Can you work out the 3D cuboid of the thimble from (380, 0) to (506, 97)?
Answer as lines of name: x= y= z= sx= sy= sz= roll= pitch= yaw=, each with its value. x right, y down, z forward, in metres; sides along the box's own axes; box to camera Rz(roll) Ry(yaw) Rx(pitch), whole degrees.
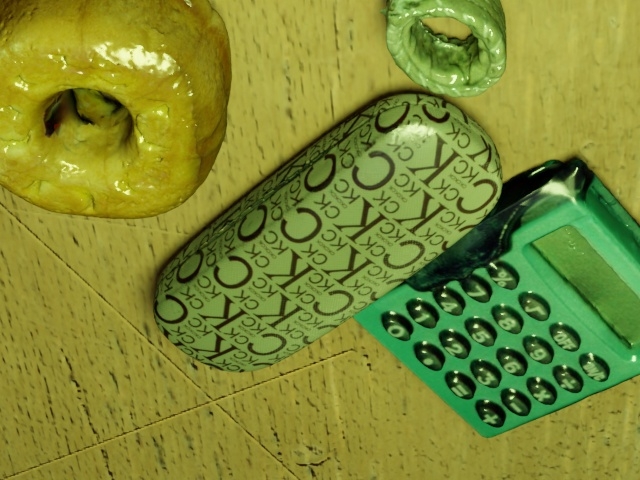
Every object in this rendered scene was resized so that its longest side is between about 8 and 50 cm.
thimble: x=0.095 y=-0.165 z=1.398 sx=0.110 sy=0.062 sz=0.084 roll=31 pitch=128 yaw=-24

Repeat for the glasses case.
glasses case: x=0.000 y=0.000 z=1.541 sx=0.137 sy=0.085 sz=0.354 roll=35 pitch=125 yaw=-28

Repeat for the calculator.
calculator: x=0.180 y=0.063 z=1.614 sx=0.274 sy=0.058 sz=0.248 roll=-28 pitch=126 yaw=27

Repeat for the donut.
donut: x=-0.176 y=-0.117 z=1.421 sx=0.226 sy=0.114 sz=0.227 roll=2 pitch=135 yaw=2
